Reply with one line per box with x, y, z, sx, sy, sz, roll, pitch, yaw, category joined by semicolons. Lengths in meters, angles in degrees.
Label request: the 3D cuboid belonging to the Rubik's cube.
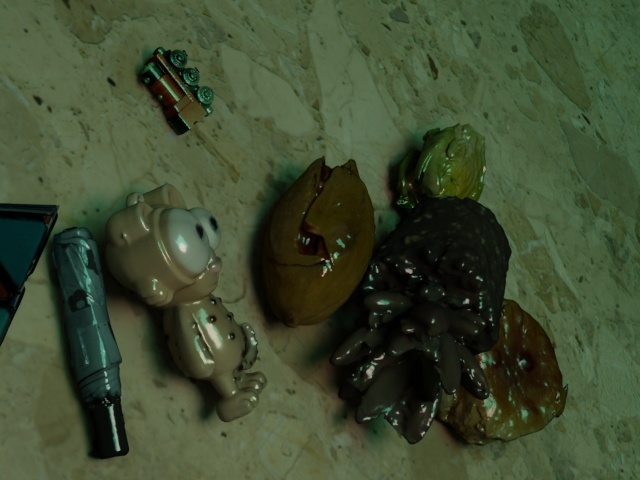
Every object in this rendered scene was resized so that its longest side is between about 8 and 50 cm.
-0.376;0.077;1.116;0.250;0.284;0.234;4;93;-16;Rubik's cube

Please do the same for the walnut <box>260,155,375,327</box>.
0.000;0.000;1.457;0.137;0.137;0.245;39;55;-26;walnut

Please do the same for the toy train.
-0.176;-0.185;1.421;0.064;0.044;0.103;-46;107;-32;toy train

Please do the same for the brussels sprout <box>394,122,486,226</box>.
0.175;-0.087;1.672;0.139;0.100;0.181;51;45;-30;brussels sprout

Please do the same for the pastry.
0.248;0.188;1.628;0.229;0.100;0.218;32;55;-28;pastry

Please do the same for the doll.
-0.143;0.067;1.307;0.278;0.119;0.154;61;17;-22;doll

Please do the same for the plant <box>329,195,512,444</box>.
0.128;0.091;1.492;0.181;0.194;0.320;65;35;-29;plant

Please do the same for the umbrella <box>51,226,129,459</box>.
-0.240;0.106;1.241;0.052;0.053;0.250;-3;76;-45;umbrella
